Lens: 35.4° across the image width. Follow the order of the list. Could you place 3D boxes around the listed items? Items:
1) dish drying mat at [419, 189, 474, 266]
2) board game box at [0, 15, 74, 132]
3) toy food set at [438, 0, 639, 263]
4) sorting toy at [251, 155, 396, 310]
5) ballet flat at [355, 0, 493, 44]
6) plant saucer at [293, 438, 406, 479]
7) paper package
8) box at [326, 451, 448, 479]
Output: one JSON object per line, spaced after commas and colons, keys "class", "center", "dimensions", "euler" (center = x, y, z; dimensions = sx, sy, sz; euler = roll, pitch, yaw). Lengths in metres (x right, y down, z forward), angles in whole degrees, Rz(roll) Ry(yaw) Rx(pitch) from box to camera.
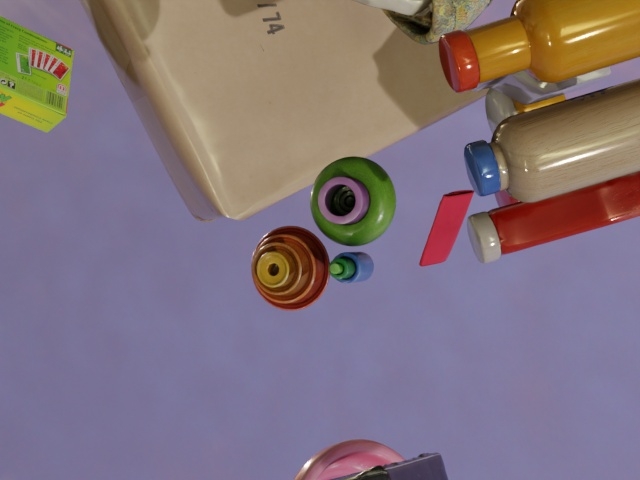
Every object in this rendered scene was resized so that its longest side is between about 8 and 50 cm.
{"class": "dish drying mat", "center": [0.110, -0.011, 0.882], "dimensions": [0.032, 0.083, 0.008], "euler": [-9, -134, -24]}
{"class": "board game box", "center": [-0.354, -0.193, 1.058], "dimensions": [0.043, 0.181, 0.092], "euler": [-28, -128, 40]}
{"class": "toy food set", "center": [0.102, -0.054, 0.498], "dimensions": [0.104, 0.111, 0.232], "euler": [-17, 180, -4]}
{"class": "sorting toy", "center": [0.000, 0.000, 0.557], "dimensions": [0.102, 0.061, 0.042], "euler": [-51, 164, 13]}
{"class": "ballet flat", "center": [-0.014, -0.277, 0.773], "dimensions": [0.123, 0.348, 0.123], "euler": [-53, -176, 5]}
{"class": "plant saucer", "center": [0.050, 0.447, 1.388], "dimensions": [0.084, 0.332, 0.332], "euler": [-24, -163, 41]}
{"class": "paper package", "center": [-0.048, -0.218, 0.964], "dimensions": [0.309, 0.325, 0.168], "euler": [-28, -173, -15]}
{"class": "box", "center": [0.000, 0.388, 0.971], "dimensions": [0.294, 0.296, 0.183], "euler": [-19, 167, 21]}
